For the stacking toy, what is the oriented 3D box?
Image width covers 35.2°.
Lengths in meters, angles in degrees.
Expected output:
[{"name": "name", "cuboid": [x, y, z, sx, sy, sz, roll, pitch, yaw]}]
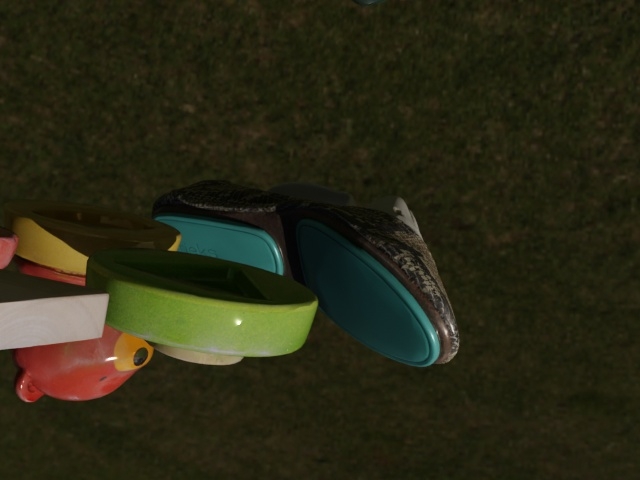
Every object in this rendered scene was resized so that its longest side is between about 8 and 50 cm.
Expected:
[{"name": "stacking toy", "cuboid": [-0.171, 0.061, 0.578, 0.279, 0.130, 0.309, 18, -170, 40]}]

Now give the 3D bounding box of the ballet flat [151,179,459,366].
[{"name": "ballet flat", "cuboid": [0.000, 0.000, 1.204, 0.483, 0.182, 0.164, 17, 131, 39]}]

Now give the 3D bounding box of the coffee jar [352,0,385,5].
[{"name": "coffee jar", "cuboid": [-0.012, -0.217, 0.556, 0.184, 0.096, 0.079, 28, 149, -36]}]
